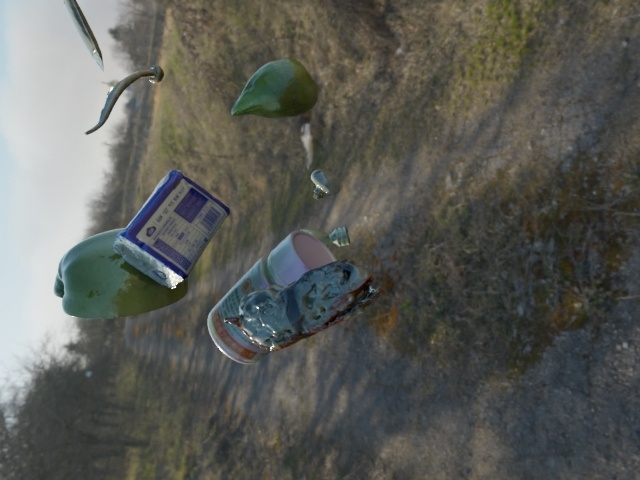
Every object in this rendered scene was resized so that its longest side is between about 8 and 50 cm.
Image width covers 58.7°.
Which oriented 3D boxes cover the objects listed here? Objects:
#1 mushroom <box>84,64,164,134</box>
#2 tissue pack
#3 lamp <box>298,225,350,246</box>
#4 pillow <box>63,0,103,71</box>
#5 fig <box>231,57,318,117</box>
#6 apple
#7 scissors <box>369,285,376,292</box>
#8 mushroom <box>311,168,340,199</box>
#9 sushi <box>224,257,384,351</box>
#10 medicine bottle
[{"bbox_3d":[-0.436,-0.333,1.280,0.306,0.043,0.068,-65,-29,-49],"label":"mushroom"},{"bbox_3d":[-0.402,-0.030,1.550,0.137,0.209,0.270,-40,19,52],"label":"tissue pack"},{"bbox_3d":[0.000,0.000,1.880,0.106,0.192,0.106,-13,-90,-86],"label":"lamp"},{"bbox_3d":[-0.612,-0.547,1.469,0.218,0.033,0.130,65,163,-9],"label":"pillow"},{"bbox_3d":[-0.118,-0.409,1.525,0.167,0.233,0.167,-178,90,-81],"label":"fig"},{"bbox_3d":[-0.593,0.108,1.687,0.320,0.360,0.312,-48,57,56],"label":"apple"},{"bbox_3d":[0.148,0.136,1.759,0.036,0.006,0.083,-33,74,41],"label":"scissors"},{"bbox_3d":[0.007,-0.141,1.472,0.079,0.085,0.085,-53,29,20],"label":"mushroom"},{"bbox_3d":[-0.033,0.122,1.109,0.332,0.124,0.130,-27,82,21],"label":"sushi"},{"bbox_3d":[-0.134,0.166,1.649,0.388,0.219,0.219,-44,34,22],"label":"medicine bottle"}]
